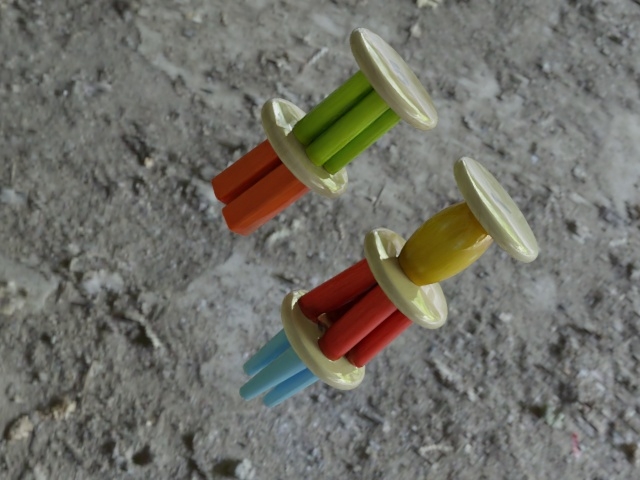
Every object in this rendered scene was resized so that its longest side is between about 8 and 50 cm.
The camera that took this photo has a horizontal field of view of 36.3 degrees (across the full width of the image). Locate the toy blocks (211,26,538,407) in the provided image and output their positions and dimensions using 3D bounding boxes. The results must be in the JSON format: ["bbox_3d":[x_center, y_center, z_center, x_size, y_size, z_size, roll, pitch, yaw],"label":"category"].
[{"bbox_3d":[0.000,0.000,0.430,0.123,0.148,0.054,52,21,0],"label":"toy blocks"}]
